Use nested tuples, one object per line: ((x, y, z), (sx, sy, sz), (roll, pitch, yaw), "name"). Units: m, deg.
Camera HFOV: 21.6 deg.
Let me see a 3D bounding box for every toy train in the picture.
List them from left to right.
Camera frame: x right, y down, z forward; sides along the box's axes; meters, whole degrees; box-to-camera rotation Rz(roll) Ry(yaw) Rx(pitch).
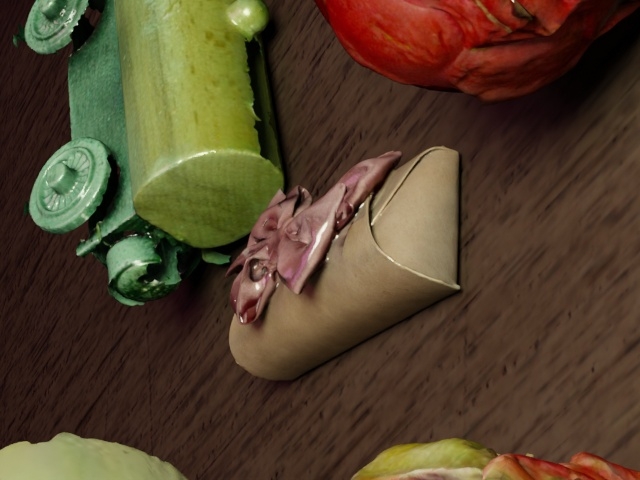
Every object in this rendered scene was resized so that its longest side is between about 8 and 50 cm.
((-0.100, -0.100, 1.140), (0.189, 0.126, 0.307), (-26, 48, 19), "toy train")

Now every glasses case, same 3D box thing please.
((0.000, 0.000, 0.909), (0.193, 0.070, 0.102), (-33, 49, 56), "glasses case")

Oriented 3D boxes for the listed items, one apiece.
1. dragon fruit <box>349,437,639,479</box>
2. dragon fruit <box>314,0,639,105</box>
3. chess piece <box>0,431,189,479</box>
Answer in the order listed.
((0.044, 0.185, 0.533), (0.291, 0.269, 0.250), (-42, 52, 56), "dragon fruit")
((0.067, -0.146, 0.734), (0.209, 0.172, 0.172), (-125, 51, -70), "dragon fruit")
((-0.087, 0.311, 0.778), (0.234, 0.234, 0.442), (-66, 31, 23), "chess piece")
